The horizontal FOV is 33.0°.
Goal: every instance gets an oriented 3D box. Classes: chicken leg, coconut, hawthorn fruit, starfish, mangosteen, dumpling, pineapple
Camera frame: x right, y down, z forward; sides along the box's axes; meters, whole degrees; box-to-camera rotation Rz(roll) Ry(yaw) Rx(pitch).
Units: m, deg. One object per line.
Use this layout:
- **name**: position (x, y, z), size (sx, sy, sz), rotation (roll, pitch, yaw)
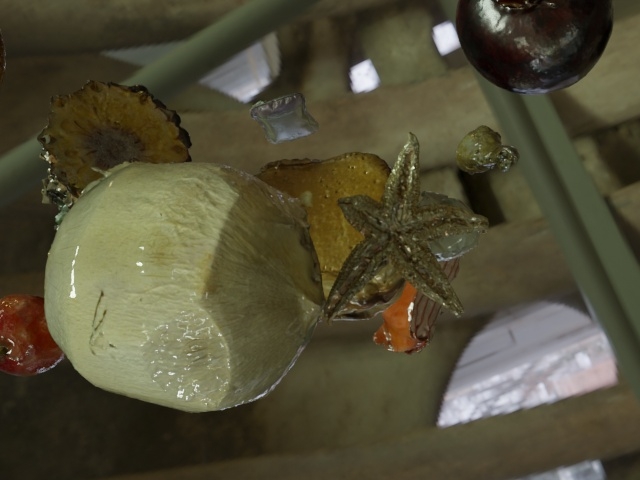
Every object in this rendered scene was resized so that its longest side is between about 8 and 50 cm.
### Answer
- **chicken leg**: position (0.292, -0.154, 1.879), size (0.069, 0.085, 0.198), rotation (52, 174, -16)
- **coconut**: position (-0.160, 0.064, 1.445), size (0.346, 0.360, 0.346), rotation (10, -90, -74)
- **hawthorn fruit**: position (-0.426, 0.134, 1.546), size (0.140, 0.125, 0.125), rotation (49, -161, -70)
- **starfish**: position (0.119, 0.012, 1.508), size (0.231, 0.295, 0.048), rotation (27, -177, -2)
- **mangosteen**: position (0.300, -0.337, 1.545), size (0.261, 0.236, 0.235), rotation (31, -145, -58)
- **dumpling**: position (0.215, -0.030, 1.856), size (0.188, 0.108, 0.127), rotation (-17, -93, -56)
- **pineapple**: position (-0.371, -0.101, 1.796), size (0.263, 0.272, 0.262), rotation (13, -119, -24)

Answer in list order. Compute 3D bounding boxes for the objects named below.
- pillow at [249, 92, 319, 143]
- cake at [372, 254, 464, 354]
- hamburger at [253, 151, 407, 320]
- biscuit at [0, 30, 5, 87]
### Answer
- **pillow**: position (-0.081, -0.275, 2.462), size (0.232, 0.131, 0.038), rotation (60, -167, -70)
- **cake**: position (0.224, 0.116, 2.279), size (0.098, 0.287, 0.135), rotation (27, -177, -25)
- **hamburger**: position (0.007, -0.004, 1.833), size (0.174, 0.305, 0.284), rotation (85, -175, -74)
- **biscuit**: position (-0.480, -0.199, 1.375), size (0.066, 0.220, 0.220), rotation (31, -147, -44)
